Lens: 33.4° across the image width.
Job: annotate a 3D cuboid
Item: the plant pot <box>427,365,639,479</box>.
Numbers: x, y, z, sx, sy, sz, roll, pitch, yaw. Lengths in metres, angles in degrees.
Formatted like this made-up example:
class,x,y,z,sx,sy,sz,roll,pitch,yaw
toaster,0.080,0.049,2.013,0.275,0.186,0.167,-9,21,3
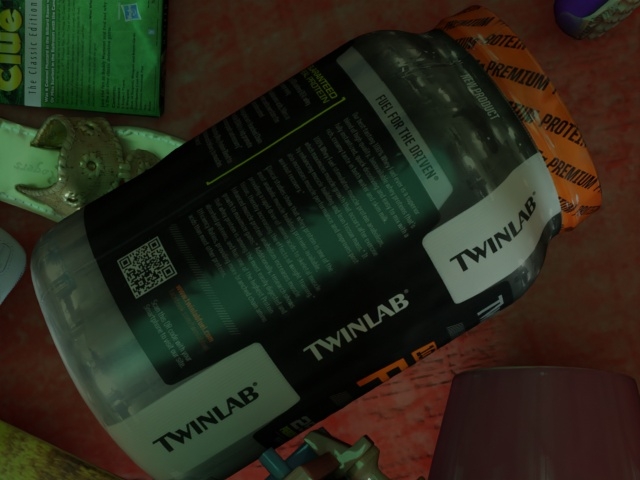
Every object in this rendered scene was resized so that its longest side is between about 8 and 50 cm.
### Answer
class,x,y,z,sx,sy,sz,roll,pitch,yaw
plant pot,0.153,0.184,0.734,0.201,0.201,0.180,3,76,0

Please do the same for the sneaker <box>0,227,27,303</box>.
class,x,y,z,sx,sy,sz,roll,pitch,yaw
sneaker,-0.320,-0.049,0.728,0.137,0.210,0.366,-20,57,31

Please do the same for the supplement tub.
class,x,y,z,sx,sy,sz,roll,pitch,yaw
supplement tub,0.000,0.000,0.713,0.338,0.207,0.207,-32,91,2

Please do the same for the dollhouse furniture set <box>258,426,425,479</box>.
class,x,y,z,sx,sy,sz,roll,pitch,yaw
dollhouse furniture set,-0.036,0.256,0.567,0.303,0.286,0.198,-43,80,-3

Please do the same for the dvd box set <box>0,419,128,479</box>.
class,x,y,z,sx,sy,sz,roll,pitch,yaw
dvd box set,-0.299,0.256,0.733,0.420,0.062,0.308,25,73,5

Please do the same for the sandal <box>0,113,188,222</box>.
class,x,y,z,sx,sy,sz,roll,pitch,yaw
sandal,-0.193,-0.052,0.776,0.240,0.079,0.088,12,91,0

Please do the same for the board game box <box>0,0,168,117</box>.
class,x,y,z,sx,sy,sz,roll,pitch,yaw
board game box,-0.175,-0.223,0.767,0.136,0.030,0.260,5,106,-2

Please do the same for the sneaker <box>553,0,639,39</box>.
class,x,y,z,sx,sy,sz,roll,pitch,yaw
sneaker,0.230,-0.286,0.767,0.146,0.102,0.293,36,86,3
